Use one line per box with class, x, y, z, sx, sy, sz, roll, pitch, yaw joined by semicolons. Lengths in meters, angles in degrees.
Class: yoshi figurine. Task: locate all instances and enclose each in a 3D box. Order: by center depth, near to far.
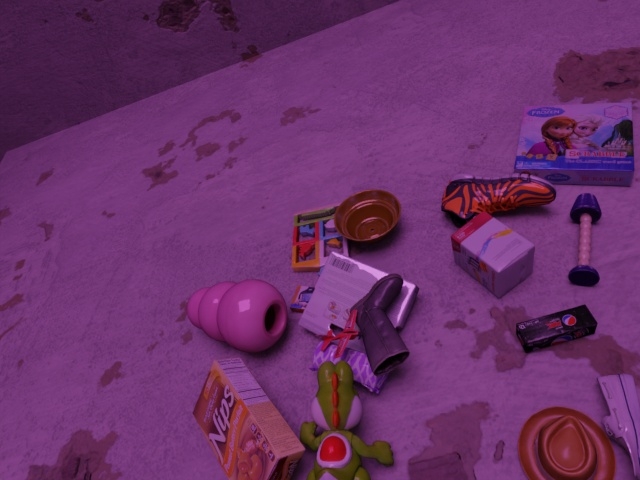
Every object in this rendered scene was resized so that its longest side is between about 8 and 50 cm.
yoshi figurine;0.045;0.467;1.042;0.203;0.203;0.363;-35;47;50

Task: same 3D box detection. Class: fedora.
fedora;0.499;0.422;0.923;0.194;0.079;0.195;-11;47;12

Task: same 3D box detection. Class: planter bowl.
planter bowl;0.159;-0.057;1.465;0.217;0.090;0.217;-12;48;13

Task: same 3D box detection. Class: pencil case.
pencil case;0.077;0.325;1.175;0.206;0.086;0.088;11;67;32

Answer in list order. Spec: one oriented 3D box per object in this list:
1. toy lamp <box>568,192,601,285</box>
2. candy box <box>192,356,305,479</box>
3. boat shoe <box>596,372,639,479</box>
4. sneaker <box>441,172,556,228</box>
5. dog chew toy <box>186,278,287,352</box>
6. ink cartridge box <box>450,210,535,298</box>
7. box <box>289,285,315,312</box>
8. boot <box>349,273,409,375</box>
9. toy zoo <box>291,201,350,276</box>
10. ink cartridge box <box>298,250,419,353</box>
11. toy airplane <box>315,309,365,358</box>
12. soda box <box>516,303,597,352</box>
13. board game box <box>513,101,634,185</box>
toy lamp;0.705;-0.013;1.215;0.080;0.080;0.275;5;53;26
candy box;-0.185;0.458;1.102;0.316;0.087;0.183;39;112;40
boat shoe;0.615;0.379;0.925;0.075;0.083;0.226;-10;35;28
sneaker;0.513;-0.098;1.353;0.320;0.125;0.180;6;57;39
dog chew toy;-0.261;0.211;1.338;0.331;0.207;0.207;2;52;33
ink cartridge box;0.465;0.037;1.233;0.127;0.128;0.176;-35;47;-9
box;-0.018;0.181;1.375;0.136;0.028;0.081;2;52;26
boot;0.167;0.203;1.131;0.190;0.076;0.209;-49;27;14
toy zoo;0.000;0.000;1.520;0.192;0.030;0.293;-11;48;13
ink cartridge box;0.105;0.186;1.283;0.275;0.060;0.239;22;83;27
toy airplane;0.049;0.246;1.160;0.151;0.028;0.151;-29;27;17
soda box;0.564;0.212;1.094;0.168;0.053;0.060;-18;47;7
board game box;0.798;-0.311;1.441;0.318;0.066;0.318;5;53;26
